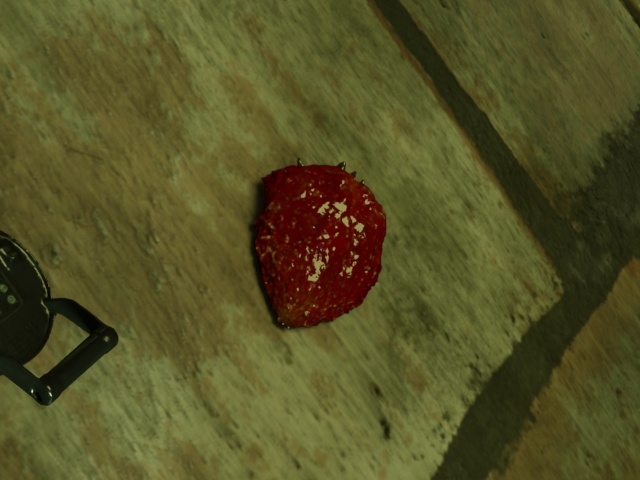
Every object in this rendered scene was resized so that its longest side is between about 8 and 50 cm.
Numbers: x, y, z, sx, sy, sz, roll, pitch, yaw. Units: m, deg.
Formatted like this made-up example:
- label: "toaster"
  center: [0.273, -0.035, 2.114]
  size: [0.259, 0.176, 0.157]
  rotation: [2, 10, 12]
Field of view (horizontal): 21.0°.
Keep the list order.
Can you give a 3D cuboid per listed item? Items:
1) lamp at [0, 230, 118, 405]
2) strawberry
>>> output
- label: "lamp"
  center: [-0.268, 0.055, 1.143]
  size: [0.172, 0.227, 0.147]
  rotation: [55, 40, -6]
- label: "strawberry"
  center: [0.000, 0.000, 1.590]
  size: [0.146, 0.082, 0.187]
  rotation: [36, 50, -17]
